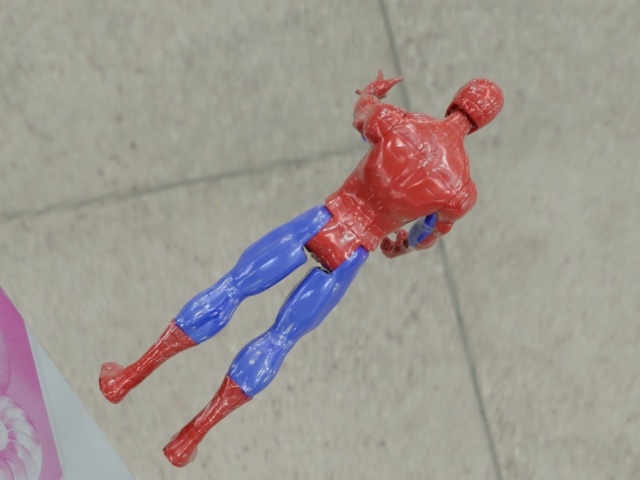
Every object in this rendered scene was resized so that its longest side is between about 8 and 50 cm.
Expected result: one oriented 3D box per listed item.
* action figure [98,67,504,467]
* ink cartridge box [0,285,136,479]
[{"bbox_3d":[0.000,0.000,1.135,0.280,0.139,0.091,-42,97,11],"label":"action figure"},{"bbox_3d":[-0.272,0.132,1.092,0.330,0.071,0.324,56,38,-11],"label":"ink cartridge box"}]
